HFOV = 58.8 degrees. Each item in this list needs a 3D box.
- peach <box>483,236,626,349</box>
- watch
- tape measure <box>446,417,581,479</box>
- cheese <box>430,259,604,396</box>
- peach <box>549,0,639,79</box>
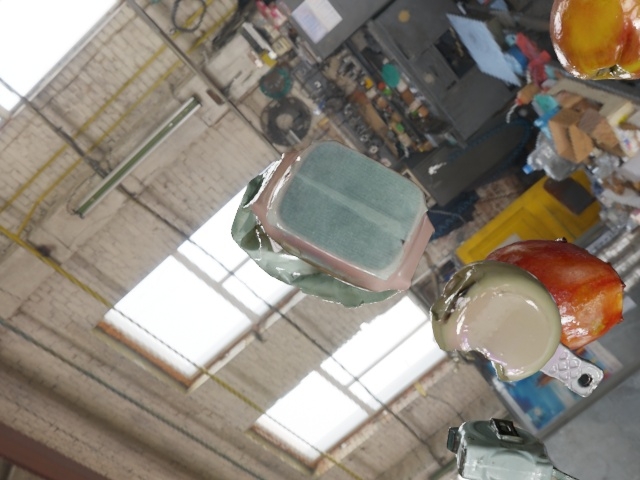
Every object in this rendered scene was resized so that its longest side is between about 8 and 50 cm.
[{"bbox_3d":[0.529,0.125,1.325,0.281,0.338,0.281,22,-117,-53],"label":"peach"},{"bbox_3d":[0.000,0.000,0.773,0.253,0.162,0.241,29,152,4],"label":"watch"},{"bbox_3d":[0.377,0.360,0.931,0.330,0.084,0.164,9,-172,-2],"label":"tape measure"},{"bbox_3d":[0.298,0.146,0.827,0.286,0.163,0.082,36,-171,-12],"label":"cheese"},{"bbox_3d":[0.587,-0.457,1.127,0.281,0.238,0.281,4,-90,-81],"label":"peach"}]
